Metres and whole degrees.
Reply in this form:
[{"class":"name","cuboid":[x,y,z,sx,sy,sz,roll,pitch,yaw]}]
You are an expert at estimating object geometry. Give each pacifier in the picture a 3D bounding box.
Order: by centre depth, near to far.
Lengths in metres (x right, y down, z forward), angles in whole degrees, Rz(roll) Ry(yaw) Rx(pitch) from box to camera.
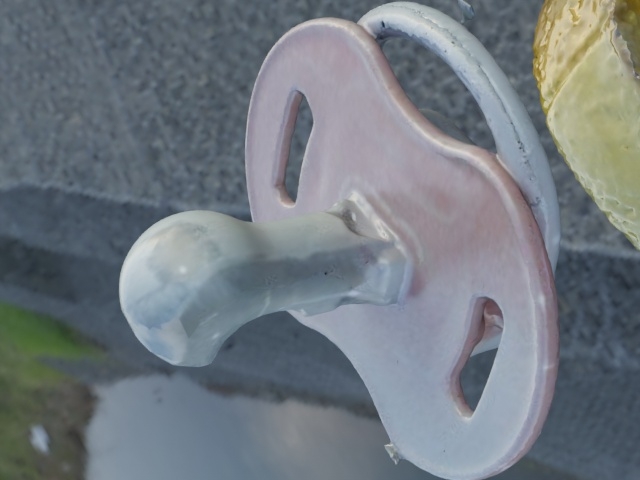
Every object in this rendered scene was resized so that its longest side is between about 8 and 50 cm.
[{"class":"pacifier","cuboid":[0.022,0.007,0.985,0.332,0.273,0.220,50,177,37]}]

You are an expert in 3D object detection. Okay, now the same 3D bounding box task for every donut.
[{"class":"donut","cuboid":[0.159,-0.058,0.622,0.174,0.190,0.074,40,135,-15]}]
